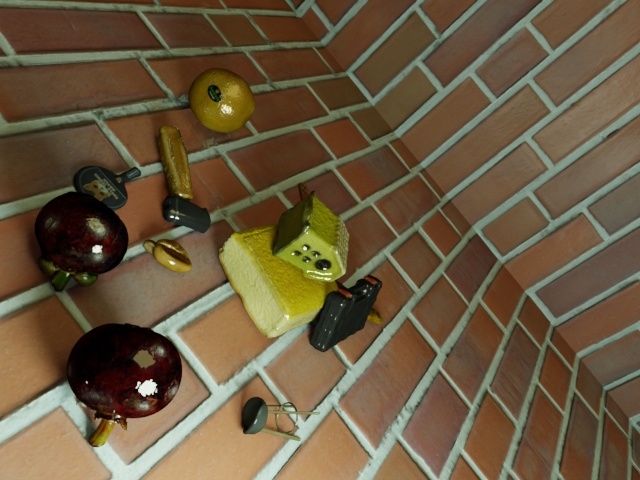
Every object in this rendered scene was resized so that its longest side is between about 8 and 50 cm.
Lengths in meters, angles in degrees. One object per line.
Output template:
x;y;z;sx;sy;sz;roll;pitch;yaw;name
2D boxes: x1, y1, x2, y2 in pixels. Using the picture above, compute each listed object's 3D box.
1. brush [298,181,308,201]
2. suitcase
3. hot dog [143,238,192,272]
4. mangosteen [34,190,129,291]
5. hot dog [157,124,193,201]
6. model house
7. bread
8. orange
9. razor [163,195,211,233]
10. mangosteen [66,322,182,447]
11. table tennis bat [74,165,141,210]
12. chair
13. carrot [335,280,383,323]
-0.051;-0.112;2.457;0.090;0.017;0.314;28;36;-36;brush
0.085;0.229;2.075;0.066;0.206;0.286;30;23;23;suitcase
-0.418;0.041;1.782;0.140;0.060;0.089;35;29;-35;hot dog
-0.568;-0.003;1.515;0.216;0.216;0.216;33;35;-26;mangosteen
-0.454;-0.238;2.030;0.083;0.068;0.288;-3;60;-26;hot dog
0.000;0.000;1.964;0.234;0.175;0.193;33;36;-23;model house
-0.121;0.109;2.002;0.333;0.143;0.323;-14;69;-57;bread
-0.348;-0.494;2.298;0.236;0.236;0.236;33;35;-26;orange
-0.397;-0.077;1.935;0.148;0.054;0.090;22;44;-37;razor
-0.419;0.305;1.361;0.236;0.236;0.261;27;71;-33;mangosteen
-0.586;-0.158;1.815;0.150;0.027;0.236;48;33;-2;table tennis bat
-0.119;0.455;1.684;0.222;0.104;0.095;19;16;-47;chair
0.110;0.212;2.261;0.314;0.066;0.066;34;34;-25;carrot
